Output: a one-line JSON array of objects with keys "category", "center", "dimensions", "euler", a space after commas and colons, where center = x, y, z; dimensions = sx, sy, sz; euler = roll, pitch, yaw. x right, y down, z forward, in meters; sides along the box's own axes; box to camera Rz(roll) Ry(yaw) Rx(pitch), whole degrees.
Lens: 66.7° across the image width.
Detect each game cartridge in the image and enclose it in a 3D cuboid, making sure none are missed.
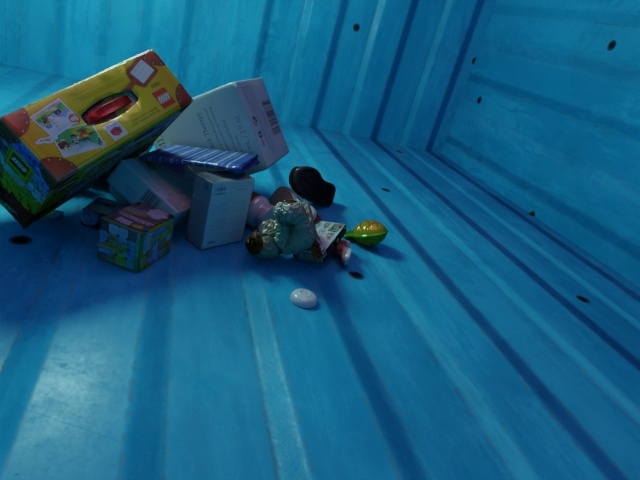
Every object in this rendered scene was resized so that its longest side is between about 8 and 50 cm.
[{"category": "game cartridge", "center": [-0.820, -0.074, 1.476], "dimensions": [0.056, 0.017, 0.083], "euler": [17, 24, -6]}]

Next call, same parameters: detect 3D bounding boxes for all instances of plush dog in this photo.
[{"category": "plush dog", "center": [-0.130, -0.010, 1.574], "dimensions": [0.226, 0.210, 0.262], "euler": [-18, 2, 7]}]

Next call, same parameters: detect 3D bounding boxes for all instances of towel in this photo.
[{"category": "towel", "center": [-0.391, -0.272, 1.635], "dimensions": [0.336, 0.040, 0.243], "euler": [7, 19, 6]}]

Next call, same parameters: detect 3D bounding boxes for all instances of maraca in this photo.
[{"category": "maraca", "center": [0.173, -0.029, 1.897], "dimensions": [0.186, 0.099, 0.127], "euler": [-1, 11, 31]}]

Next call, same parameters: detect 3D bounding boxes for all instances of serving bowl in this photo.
[{"category": "serving bowl", "center": [-0.047, 0.163, 1.415], "dimensions": [0.084, 0.027, 0.083], "euler": [12, 23, -5]}]

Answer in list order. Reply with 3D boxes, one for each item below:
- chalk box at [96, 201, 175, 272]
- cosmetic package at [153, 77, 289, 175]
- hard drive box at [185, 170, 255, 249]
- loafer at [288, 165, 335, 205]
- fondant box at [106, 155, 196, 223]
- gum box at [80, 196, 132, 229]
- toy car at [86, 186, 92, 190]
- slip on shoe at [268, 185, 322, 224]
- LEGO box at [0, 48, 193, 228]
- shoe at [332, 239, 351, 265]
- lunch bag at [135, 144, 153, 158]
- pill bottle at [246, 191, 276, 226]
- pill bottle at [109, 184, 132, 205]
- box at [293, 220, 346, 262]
[{"category": "chalk box", "center": [-0.527, -0.003, 1.360], "dimensions": [0.133, 0.132, 0.213], "euler": [21, 25, 10]}, {"category": "cosmetic package", "center": [-0.387, -0.405, 1.899], "dimensions": [0.394, 0.329, 0.327], "euler": [-16, 17, 18]}, {"category": "hard drive box", "center": [-0.324, -0.103, 1.575], "dimensions": [0.089, 0.232, 0.181], "euler": [30, 26, 30]}, {"category": "loafer", "center": [-0.056, -0.225, 2.085], "dimensions": [0.130, 0.133, 0.366], "euler": [13, -6, 24]}, {"category": "fondant box", "center": [-0.516, -0.176, 1.638], "dimensions": [0.238, 0.096, 0.330], "euler": [43, 17, -3]}, {"category": "gum box", "center": [-0.638, -0.072, 1.523], "dimensions": [0.189, 0.062, 0.107], "euler": [14, 24, -3]}, {"category": "toy car", "center": [-0.859, -0.257, 1.655], "dimensions": [0.159, 0.181, 0.136], "euler": [7, 17, -47]}, {"category": "slip on shoe", "center": [-0.105, -0.122, 1.933], "dimensions": [0.101, 0.123, 0.331], "euler": [41, -4, -42]}, {"category": "LEGO box", "center": [-0.669, -0.297, 1.405], "dimensions": [0.193, 0.373, 0.500], "euler": [52, 46, -14]}, {"category": "shoe", "center": [0.063, 0.038, 1.723], "dimensions": [0.081, 0.063, 0.178], "euler": [13, 19, -3]}, {"category": "lunch bag", "center": [-0.768, -0.322, 1.803], "dimensions": [0.263, 0.160, 0.223], "euler": [-8, 21, 11]}, {"category": "pill bottle", "center": [-0.266, -0.124, 1.795], "dimensions": [0.216, 0.121, 0.121], "euler": [28, 26, 26]}, {"category": "pill bottle", "center": [-0.658, -0.212, 1.752], "dimensions": [0.119, 0.119, 0.208], "euler": [14, 23, -3]}, {"category": "box", "center": [0.000, 0.000, 1.697], "dimensions": [0.114, 0.036, 0.207], "euler": [9, 35, 24]}]
